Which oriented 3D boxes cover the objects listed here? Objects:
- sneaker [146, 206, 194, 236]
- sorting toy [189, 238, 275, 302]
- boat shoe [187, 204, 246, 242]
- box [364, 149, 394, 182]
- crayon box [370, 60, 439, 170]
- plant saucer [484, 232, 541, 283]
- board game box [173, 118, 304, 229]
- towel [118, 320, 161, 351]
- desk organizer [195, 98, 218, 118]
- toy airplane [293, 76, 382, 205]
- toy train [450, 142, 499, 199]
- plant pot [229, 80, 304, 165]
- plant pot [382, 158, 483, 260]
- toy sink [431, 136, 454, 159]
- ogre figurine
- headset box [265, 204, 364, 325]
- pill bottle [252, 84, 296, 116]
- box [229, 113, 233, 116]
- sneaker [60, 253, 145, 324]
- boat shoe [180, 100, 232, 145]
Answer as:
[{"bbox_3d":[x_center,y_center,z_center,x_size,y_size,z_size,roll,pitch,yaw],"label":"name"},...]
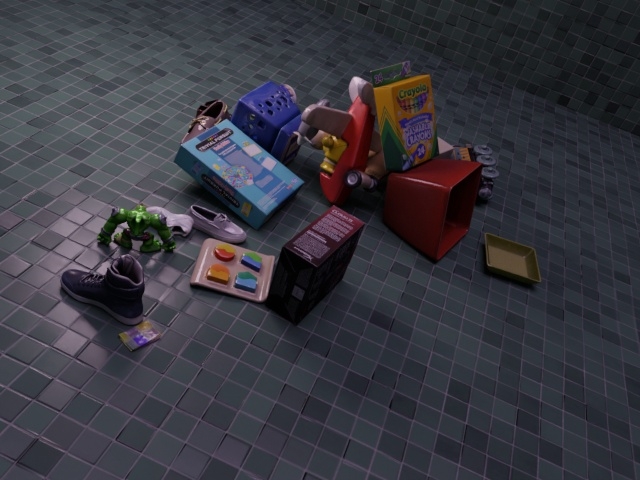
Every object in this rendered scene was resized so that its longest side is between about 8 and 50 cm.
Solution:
[{"bbox_3d":[-0.438,-0.053,1.726,0.152,0.053,0.061,13,40,-10],"label":"sneaker"},{"bbox_3d":[-0.235,0.074,1.667,0.209,0.038,0.193,14,38,-7],"label":"sorting toy"},{"bbox_3d":[-0.300,-0.052,1.775,0.184,0.063,0.066,25,37,8],"label":"boat shoe"},{"bbox_3d":[0.210,-0.293,2.231,0.164,0.021,0.201,-37,41,-19],"label":"box"},{"bbox_3d":[0.279,-0.407,1.976,0.203,0.322,0.083,-27,24,-38],"label":"crayon box"},{"bbox_3d":[0.635,0.069,2.050,0.189,0.045,0.188,19,37,-2],"label":"plant saucer"},{"bbox_3d":[-0.251,-0.215,1.928,0.336,0.079,0.254,39,39,3],"label":"board game box"},{"bbox_3d":[-0.422,0.222,1.424,0.060,0.009,0.083,40,42,24],"label":"towel"},{"bbox_3d":[-0.425,-0.488,2.276,0.047,0.050,0.130,18,37,-3],"label":"desk organizer"},{"bbox_3d":[0.079,-0.362,2.044,0.273,0.386,0.384,13,49,33],"label":"toy airplane"},{"bbox_3d":[0.583,-0.277,2.395,0.191,0.142,0.333,7,38,0],"label":"toy train"},{"bbox_3d":[-0.176,-0.377,2.108,0.212,0.235,0.236,33,39,7],"label":"plant pot"},{"bbox_3d":[0.358,-0.133,2.026,0.236,0.267,0.267,23,35,28],"label":"plant pot"},{"bbox_3d":[0.368,-0.297,2.304,0.131,0.152,0.234,40,43,25],"label":"toy sink"},{"bbox_3d":[-0.483,-0.030,1.623,0.197,0.118,0.096,21,37,1],"label":"ogre figurine"},{"bbox_3d":[-0.005,0.056,1.643,0.110,0.218,0.293,31,40,15],"label":"headset box"},{"bbox_3d":[-0.195,-0.547,2.402,0.112,0.112,0.187,39,41,23],"label":"pill bottle"},{"bbox_3d":[-0.336,-0.446,2.289,0.067,0.018,0.083,19,37,-1],"label":"box"},{"bbox_3d":[-0.510,0.085,1.433,0.226,0.163,0.086,24,39,9],"label":"sneaker"},{"bbox_3d":[-0.398,-0.387,2.094,0.117,0.096,0.324,-1,30,21],"label":"boat shoe"}]
